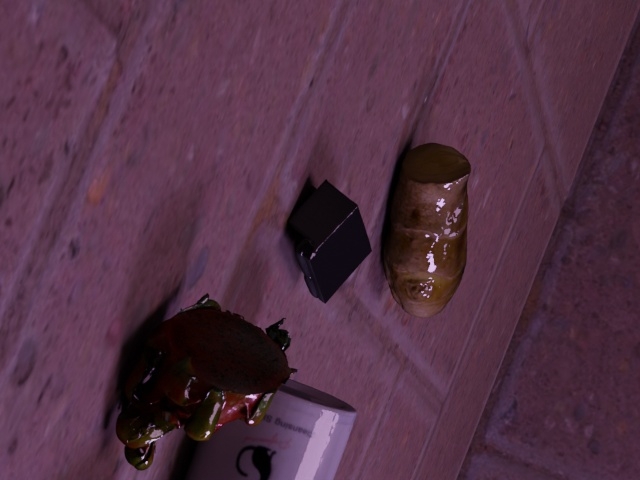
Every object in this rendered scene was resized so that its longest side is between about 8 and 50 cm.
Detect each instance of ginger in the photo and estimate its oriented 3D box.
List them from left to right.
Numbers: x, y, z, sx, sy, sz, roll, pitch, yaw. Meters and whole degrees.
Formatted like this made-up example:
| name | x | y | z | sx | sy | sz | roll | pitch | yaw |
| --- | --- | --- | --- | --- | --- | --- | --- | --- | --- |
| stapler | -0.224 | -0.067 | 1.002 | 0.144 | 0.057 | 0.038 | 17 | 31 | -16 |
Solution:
| name | x | y | z | sx | sy | sz | roll | pitch | yaw |
| --- | --- | --- | --- | --- | --- | --- | --- | --- | --- |
| ginger | 0.134 | -0.003 | 2.477 | 0.116 | 0.109 | 0.263 | -28 | 144 | -29 |

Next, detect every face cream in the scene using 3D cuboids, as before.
| name | x | y | z | sx | sy | sz | roll | pitch | yaw |
| --- | --- | --- | --- | --- | --- | --- | --- | --- | --- |
| face cream | -0.089 | 0.319 | 1.993 | 0.145 | 0.145 | 0.370 | 13 | 96 | -76 |

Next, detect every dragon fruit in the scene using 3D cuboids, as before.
| name | x | y | z | sx | sy | sz | roll | pitch | yaw |
| --- | --- | --- | --- | --- | --- | --- | --- | --- | --- |
| dragon fruit | -0.111 | 0.119 | 1.729 | 0.175 | 0.138 | 0.142 | -42 | 126 | 7 |

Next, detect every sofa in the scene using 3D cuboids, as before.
| name | x | y | z | sx | sy | sz | roll | pitch | yaw |
| --- | --- | --- | --- | --- | --- | --- | --- | --- | --- |
| sofa | 0.000 | 0.000 | 2.099 | 0.085 | 0.060 | 0.147 | -49 | 162 | -10 |
